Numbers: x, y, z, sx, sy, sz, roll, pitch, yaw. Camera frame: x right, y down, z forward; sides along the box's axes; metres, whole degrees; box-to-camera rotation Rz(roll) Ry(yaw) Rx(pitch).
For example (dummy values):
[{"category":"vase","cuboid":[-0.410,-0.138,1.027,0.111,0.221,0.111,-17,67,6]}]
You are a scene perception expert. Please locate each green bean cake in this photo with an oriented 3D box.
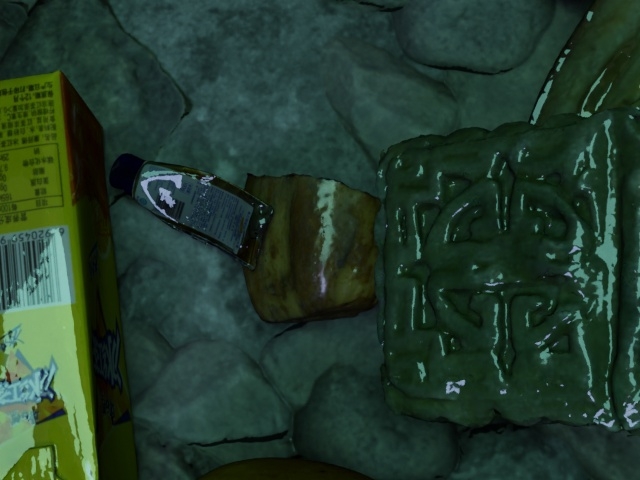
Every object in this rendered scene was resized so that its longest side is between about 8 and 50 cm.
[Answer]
[{"category":"green bean cake","cuboid":[0.172,0.027,0.888,0.255,0.132,0.241,-3,79,36]}]

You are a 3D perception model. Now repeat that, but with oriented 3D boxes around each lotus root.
[{"category":"lotus root","cuboid":[0.000,0.004,0.984,0.160,0.095,0.135,2,80,10]},{"category":"lotus root","cuboid":[0.306,-0.097,0.971,0.210,0.142,0.314,35,101,37]}]

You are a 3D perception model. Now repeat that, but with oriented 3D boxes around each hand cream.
[{"category":"hand cream","cuboid":[-0.114,-0.033,1.012,0.163,0.039,0.062,26,102,20]}]

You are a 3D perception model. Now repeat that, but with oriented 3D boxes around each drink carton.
[{"category":"drink carton","cuboid":[-0.230,0.053,0.949,0.111,0.154,0.351,-10,75,1]}]

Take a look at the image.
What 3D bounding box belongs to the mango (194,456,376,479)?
[{"category":"mango","cuboid":[0.005,0.308,0.793,0.263,0.221,0.378,-52,46,3]}]
